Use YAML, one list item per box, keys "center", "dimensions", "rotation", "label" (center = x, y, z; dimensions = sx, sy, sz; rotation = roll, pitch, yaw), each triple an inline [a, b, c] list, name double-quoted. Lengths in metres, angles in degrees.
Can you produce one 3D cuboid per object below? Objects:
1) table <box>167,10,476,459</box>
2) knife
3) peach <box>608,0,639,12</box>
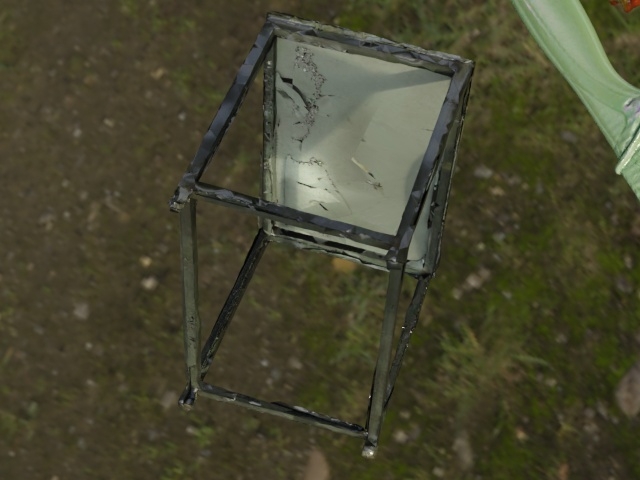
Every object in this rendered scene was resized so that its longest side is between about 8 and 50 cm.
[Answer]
- center: [0.000, 0.000, 1.435]
  dimensions: [0.222, 0.335, 0.272]
  rotation: [15, 51, 9]
  label: "table"
- center: [0.155, -0.064, 0.713]
  dimensions: [0.043, 0.020, 0.293]
  rotation: [-36, 66, 22]
  label: "knife"
- center: [0.309, -0.400, 1.439]
  dimensions: [0.281, 0.281, 0.338]
  rotation: [38, 128, 42]
  label: "peach"
